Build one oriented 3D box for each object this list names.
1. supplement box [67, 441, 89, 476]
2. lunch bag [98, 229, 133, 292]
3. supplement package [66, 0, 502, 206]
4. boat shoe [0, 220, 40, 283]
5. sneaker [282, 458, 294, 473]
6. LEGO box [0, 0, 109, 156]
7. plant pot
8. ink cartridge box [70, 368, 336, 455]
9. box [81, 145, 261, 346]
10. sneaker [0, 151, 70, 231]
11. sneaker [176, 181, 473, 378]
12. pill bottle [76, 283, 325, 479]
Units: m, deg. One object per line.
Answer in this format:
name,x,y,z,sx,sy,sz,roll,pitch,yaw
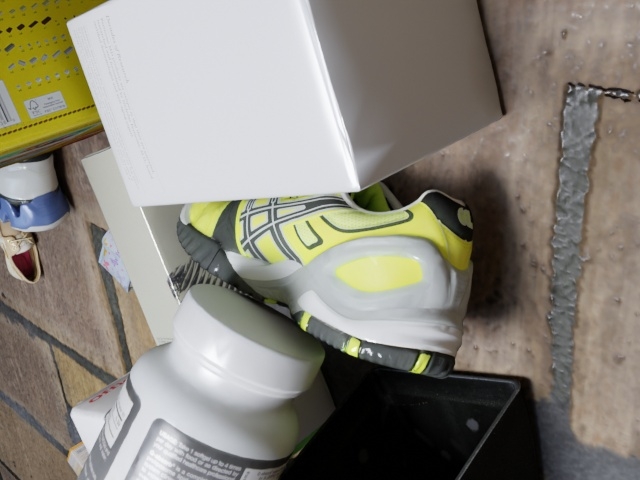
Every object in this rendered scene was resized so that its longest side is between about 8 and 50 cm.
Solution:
supplement box,-0.477,0.470,1.562,0.098,0.036,0.062,48,139,16
lunch bag,-0.267,0.017,1.053,0.071,0.053,0.083,43,128,20
supplement package,-0.038,-0.138,0.611,0.293,0.177,0.175,0,111,48
boat shoe,-0.524,0.004,1.321,0.059,0.063,0.170,27,139,32
sneaker,-0.035,0.316,0.920,0.227,0.130,0.087,-30,91,49
LEGO box,-0.403,-0.150,0.747,0.372,0.500,0.193,-7,107,48
plant pot,0.097,0.247,0.704,0.187,0.188,0.167,-5,120,48
ink cartridge box,-0.147,0.210,0.921,0.273,0.198,0.115,-9,107,50
box,-0.166,0.008,0.892,0.094,0.113,0.275,-6,108,48
sneaker,-0.499,-0.165,1.154,0.315,0.127,0.182,31,129,23
sneaker,0.000,0.000,0.717,0.384,0.145,0.147,21,91,47
pill bottle,-0.115,0.190,0.667,0.162,0.162,0.278,32,98,31
